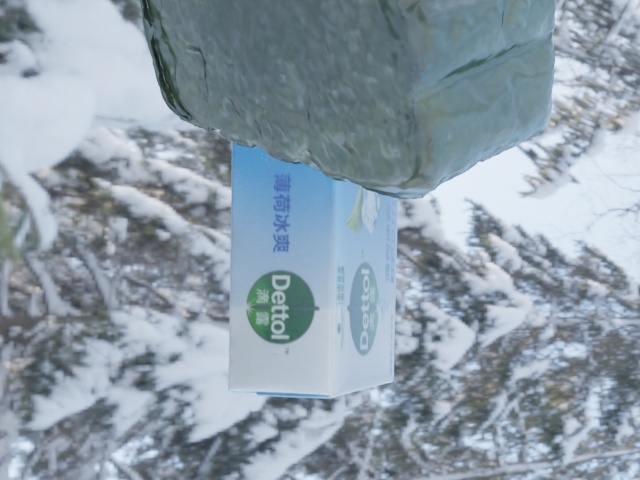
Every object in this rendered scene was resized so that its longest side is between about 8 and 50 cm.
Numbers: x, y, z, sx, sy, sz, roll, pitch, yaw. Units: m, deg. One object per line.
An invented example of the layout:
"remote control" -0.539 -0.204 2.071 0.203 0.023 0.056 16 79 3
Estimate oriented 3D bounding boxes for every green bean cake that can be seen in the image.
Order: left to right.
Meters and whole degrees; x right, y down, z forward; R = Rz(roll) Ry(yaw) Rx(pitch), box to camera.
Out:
"green bean cake" -0.001 -0.124 0.406 0.185 0.094 0.183 20 -53 46

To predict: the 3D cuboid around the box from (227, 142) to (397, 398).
"box" -0.001 -0.001 0.700 0.073 0.139 0.194 0 -93 20
